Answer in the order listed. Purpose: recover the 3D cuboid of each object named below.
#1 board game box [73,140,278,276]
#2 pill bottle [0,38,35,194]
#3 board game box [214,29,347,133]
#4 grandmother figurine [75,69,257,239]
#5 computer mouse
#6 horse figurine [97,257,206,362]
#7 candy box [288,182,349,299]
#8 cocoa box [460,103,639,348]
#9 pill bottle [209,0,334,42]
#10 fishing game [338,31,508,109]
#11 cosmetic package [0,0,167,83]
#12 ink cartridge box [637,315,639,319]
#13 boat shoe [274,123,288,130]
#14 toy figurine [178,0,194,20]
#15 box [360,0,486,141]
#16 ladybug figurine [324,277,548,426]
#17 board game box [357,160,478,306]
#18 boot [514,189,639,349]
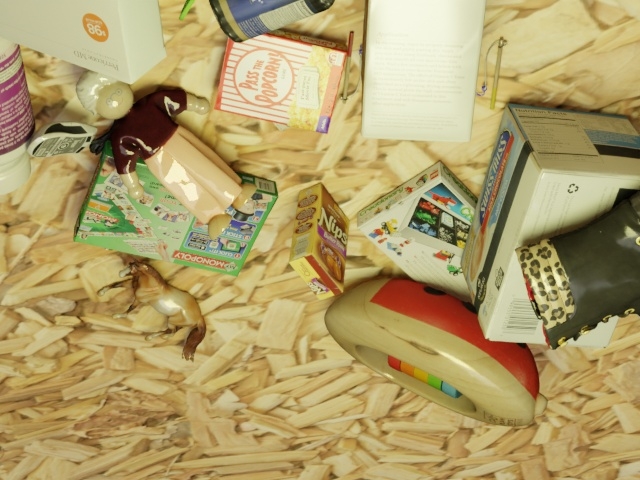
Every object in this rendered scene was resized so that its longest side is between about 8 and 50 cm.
[{"bbox_3d":[-0.263,-0.051,2.055,0.317,0.046,0.213,13,130,-21],"label":"board game box"},{"bbox_3d":[-0.560,-0.225,1.862,0.169,0.169,0.301,1,131,1],"label":"pill bottle"},{"bbox_3d":[-0.066,-0.267,1.862,0.193,0.045,0.147,11,116,-4],"label":"board game box"},{"bbox_3d":[-0.264,-0.167,1.911,0.342,0.208,0.104,41,157,-16],"label":"grandmother figurine"},{"bbox_3d":[-0.415,-0.180,1.927,0.193,0.042,0.106,-9,156,-49],"label":"computer mouse"},{"bbox_3d":[-0.316,0.132,2.243,0.174,0.066,0.263,-31,122,33],"label":"horse figurine"},{"bbox_3d":[0.000,0.000,2.030,0.053,0.186,0.109,-21,129,23],"label":"candy box"},{"bbox_3d":[0.401,-0.024,1.928,0.231,0.228,0.347,4,124,-11],"label":"cocoa box"},{"bbox_3d":[-0.052,-0.392,1.726,0.219,0.123,0.123,-18,129,17],"label":"pill bottle"},{"bbox_3d":[0.168,-0.266,1.887,0.264,0.041,0.189,5,129,-2],"label":"fishing game"},{"bbox_3d":[-0.409,-0.411,1.627,0.377,0.097,0.284,21,139,24],"label":"cosmetic package"},{"bbox_3d":[0.673,0.048,2.140,0.232,0.066,0.189,-24,127,27],"label":"ink cartridge box"},{"bbox_3d":[-0.090,-0.222,1.939,0.035,0.035,0.100,-34,129,24],"label":"boat shoe"},{"bbox_3d":[-0.218,-0.430,1.624,0.159,0.130,0.173,33,103,-12],"label":"toy figurine"},{"bbox_3d":[0.149,-0.347,1.673,0.168,0.215,0.345,3,124,1],"label":"box"},{"bbox_3d":[0.225,0.200,2.138,0.449,0.162,0.305,25,162,18],"label":"ladybug figurine"},{"bbox_3d":[0.237,0.006,2.116,0.193,0.053,0.305,-32,124,26],"label":"board game box"},{"bbox_3d":[0.487,0.100,1.801,0.284,0.138,0.377,-22,121,6],"label":"boot"}]
